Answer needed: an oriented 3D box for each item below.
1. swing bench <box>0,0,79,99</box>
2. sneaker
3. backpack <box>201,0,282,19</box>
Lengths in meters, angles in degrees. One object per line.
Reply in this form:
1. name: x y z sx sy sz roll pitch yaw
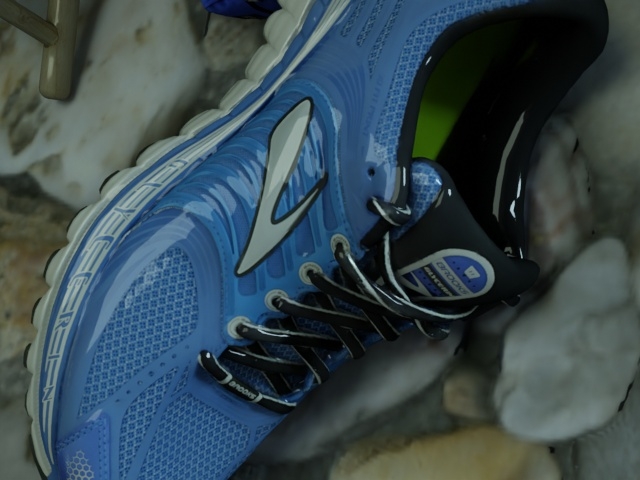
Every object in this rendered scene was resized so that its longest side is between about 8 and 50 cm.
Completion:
1. swing bench: -0.248 -0.236 0.885 0.253 0.165 0.254 8 75 40
2. sneaker: 0.000 0.000 0.617 0.147 0.130 0.330 37 94 44
3. backpack: -0.040 -0.162 0.739 0.120 0.098 0.101 -9 85 33
